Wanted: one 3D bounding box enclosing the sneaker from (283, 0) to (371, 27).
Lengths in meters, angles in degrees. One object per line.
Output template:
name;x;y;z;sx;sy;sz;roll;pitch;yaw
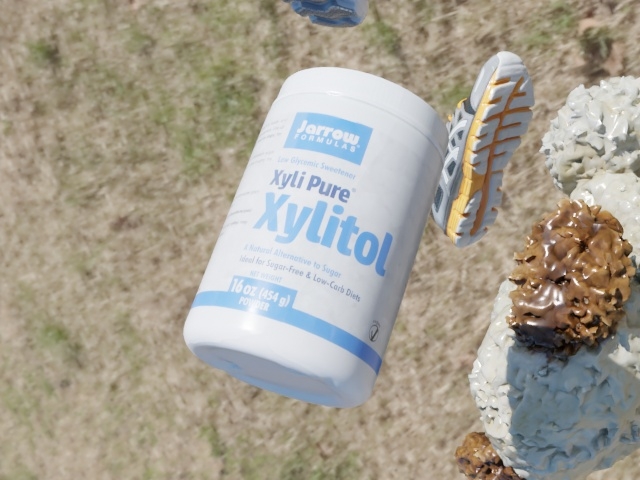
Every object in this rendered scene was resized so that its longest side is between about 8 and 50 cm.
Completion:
sneaker;-0.038;-0.279;0.653;0.105;0.115;0.281;13;155;40

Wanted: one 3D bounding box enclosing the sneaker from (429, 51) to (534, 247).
sneaker;0.152;-0.098;0.990;0.083;0.084;0.215;41;130;37

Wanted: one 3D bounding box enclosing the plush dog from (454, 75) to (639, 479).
plush dog;0.181;0.062;0.587;0.210;0.225;0.262;34;137;35

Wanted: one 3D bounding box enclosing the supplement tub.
supplement tub;0.000;0.000;0.347;0.071;0.107;0.071;17;162;6
